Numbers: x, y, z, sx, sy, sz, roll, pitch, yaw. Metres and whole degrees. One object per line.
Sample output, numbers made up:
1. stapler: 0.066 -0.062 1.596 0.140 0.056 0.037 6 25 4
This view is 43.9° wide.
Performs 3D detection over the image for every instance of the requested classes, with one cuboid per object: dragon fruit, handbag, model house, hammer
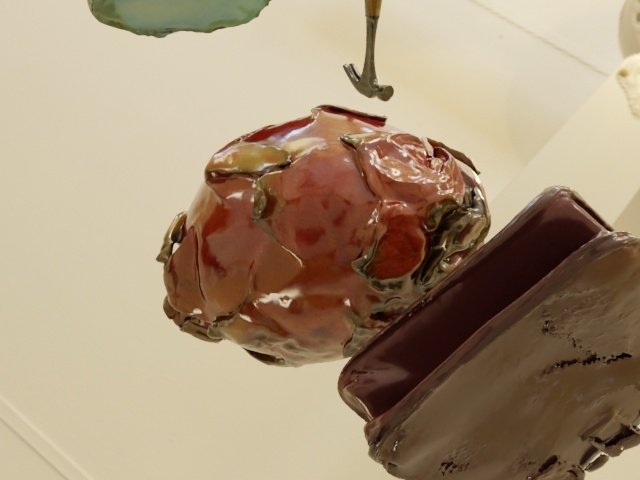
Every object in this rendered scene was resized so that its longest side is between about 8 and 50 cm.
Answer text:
1. dragon fruit: -0.002 0.002 0.712 0.251 0.315 0.250 16 -130 -21
2. handbag: 0.142 0.085 0.512 0.203 0.216 0.074 -44 -140 15
3. model house: -0.189 -0.426 1.015 0.261 0.226 0.241 -12 -106 -39
4. hammer: 0.057 -0.262 0.897 0.021 0.200 0.078 -15 -151 -33
